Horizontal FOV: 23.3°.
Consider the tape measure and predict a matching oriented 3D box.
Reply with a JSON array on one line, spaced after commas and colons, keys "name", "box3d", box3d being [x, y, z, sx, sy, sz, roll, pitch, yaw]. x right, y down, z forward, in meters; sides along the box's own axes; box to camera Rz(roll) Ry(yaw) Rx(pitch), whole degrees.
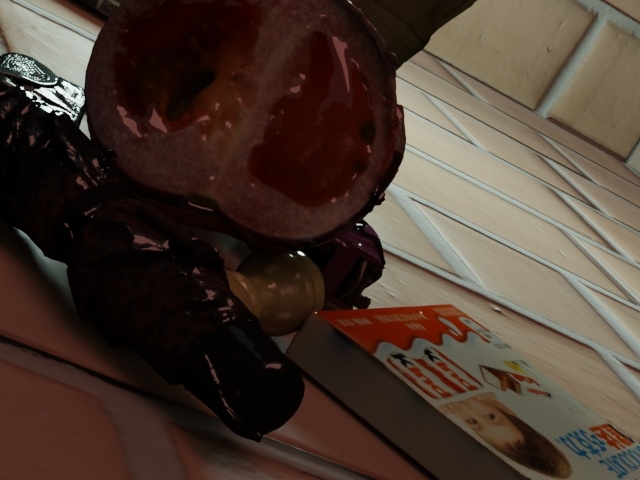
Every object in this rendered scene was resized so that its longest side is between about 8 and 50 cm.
[{"name": "tape measure", "box3d": [0.000, 0.000, 1.295, 0.125, 0.074, 0.118, 33, 13, -4]}]

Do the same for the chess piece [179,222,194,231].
[{"name": "chess piece", "box3d": [-0.133, -0.018, 1.145, 0.083, 0.038, 0.084, 31, 11, -7]}]

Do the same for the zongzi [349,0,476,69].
[{"name": "zongzi", "box3d": [-0.102, -0.130, 1.422, 0.181, 0.418, 0.447, 46, -33, -17]}]

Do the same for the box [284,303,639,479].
[{"name": "box", "box3d": [0.138, 0.140, 1.164, 0.265, 0.048, 0.273, 37, 14, 21]}]

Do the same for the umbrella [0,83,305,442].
[{"name": "umbrella", "box3d": [-0.125, 0.007, 0.964, 0.326, 0.090, 0.094, 42, -5, 35]}]

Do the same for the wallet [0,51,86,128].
[{"name": "wallet", "box3d": [-0.239, -0.130, 1.325, 0.088, 0.026, 0.129, 30, 13, -12]}]

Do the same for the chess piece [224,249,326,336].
[{"name": "chess piece", "box3d": [-0.049, 0.041, 1.076, 0.066, 0.066, 0.122, 36, 18, 17]}]

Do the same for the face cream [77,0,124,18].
[{"name": "face cream", "box3d": [-0.305, -0.333, 1.793, 0.283, 0.073, 0.073, 30, 14, -9]}]

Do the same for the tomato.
[{"name": "tomato", "box3d": [-0.055, -0.094, 1.119, 0.228, 0.199, 0.112, 28, -12, -7]}]
